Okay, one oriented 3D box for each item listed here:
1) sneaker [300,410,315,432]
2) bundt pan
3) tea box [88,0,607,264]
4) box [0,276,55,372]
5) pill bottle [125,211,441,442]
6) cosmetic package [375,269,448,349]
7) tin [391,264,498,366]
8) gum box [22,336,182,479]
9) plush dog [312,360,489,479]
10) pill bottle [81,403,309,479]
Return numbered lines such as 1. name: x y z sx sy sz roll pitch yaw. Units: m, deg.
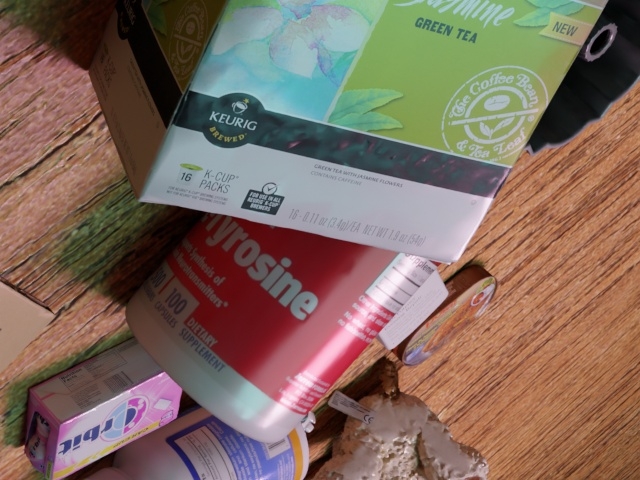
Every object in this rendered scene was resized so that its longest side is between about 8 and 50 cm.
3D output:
1. sneaker: -0.082 0.248 2.180 0.166 0.065 0.076 -34 134 -30
2. bundt pan: 0.289 -0.268 1.925 0.331 0.124 0.331 -33 150 -22
3. tea box: 0.020 -0.189 1.426 0.329 0.220 0.323 10 121 -28
4. box: -0.372 0.119 1.621 0.201 0.021 0.164 -47 153 -1
5. pill bottle: 0.000 0.000 1.761 0.407 0.229 0.229 -49 153 4
6. cosmetic package: 0.079 0.042 2.087 0.117 0.085 0.231 -45 154 -5
7. tin: 0.179 0.108 2.371 0.190 0.040 0.106 -37 155 -18
8. gum box: -0.246 0.187 1.843 0.188 0.062 0.107 -26 146 -35
9. plush dog: 0.092 0.312 2.415 0.262 0.210 0.225 -6 155 -13
10. pill bottle: -0.159 0.289 2.007 0.272 0.152 0.152 -24 146 -36
